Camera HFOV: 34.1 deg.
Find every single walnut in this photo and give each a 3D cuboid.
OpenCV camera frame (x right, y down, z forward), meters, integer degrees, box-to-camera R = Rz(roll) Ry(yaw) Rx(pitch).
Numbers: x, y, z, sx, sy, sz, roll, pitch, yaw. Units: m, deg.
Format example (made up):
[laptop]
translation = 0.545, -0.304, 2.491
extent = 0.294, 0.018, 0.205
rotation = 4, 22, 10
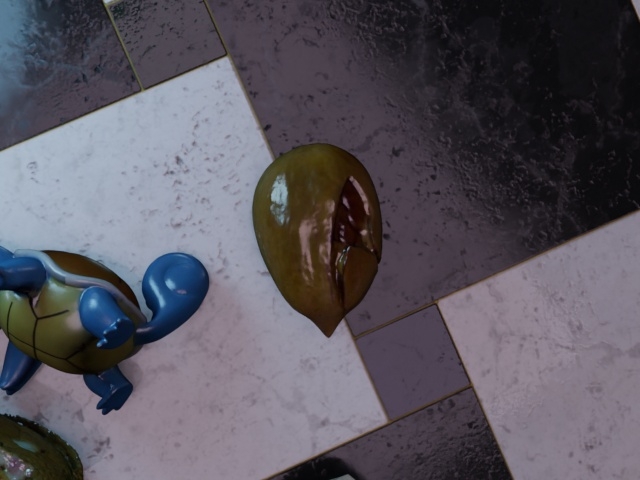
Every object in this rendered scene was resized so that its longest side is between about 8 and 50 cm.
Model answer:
[walnut]
translation = 0.000, 0.000, 1.603
extent = 0.203, 0.203, 0.297
rotation = -5, 92, -5

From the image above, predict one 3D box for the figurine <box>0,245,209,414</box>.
[figurine]
translation = -0.376, 0.107, 1.558
extent = 0.416, 0.298, 0.243
rotation = 2, 56, -7

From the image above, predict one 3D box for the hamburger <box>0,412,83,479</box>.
[hamburger]
translation = -0.502, 0.348, 1.517
extent = 0.318, 0.277, 0.195
rotation = 26, 83, 15

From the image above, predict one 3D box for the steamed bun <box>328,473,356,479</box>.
[steamed bun]
translation = 0.044, 0.498, 1.600
extent = 0.242, 0.146, 0.164
rotation = 45, 119, 15
